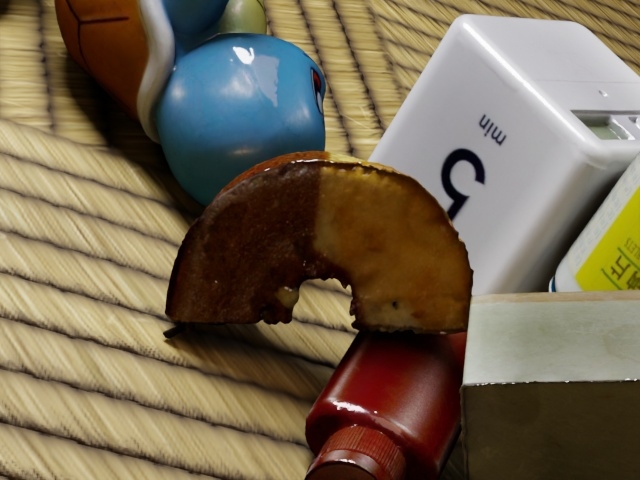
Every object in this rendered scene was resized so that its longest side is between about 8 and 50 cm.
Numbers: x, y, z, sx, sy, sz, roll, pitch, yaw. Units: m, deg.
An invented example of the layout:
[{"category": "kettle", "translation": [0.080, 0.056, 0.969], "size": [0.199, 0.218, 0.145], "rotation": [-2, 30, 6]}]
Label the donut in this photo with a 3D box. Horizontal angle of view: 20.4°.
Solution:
[{"category": "donut", "translation": [0.002, 0.000, 1.273], "size": [0.217, 0.141, 0.085], "rotation": [6, 17, -9]}]

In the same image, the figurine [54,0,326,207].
[{"category": "figurine", "translation": [-0.129, -0.210, 1.446], "size": [0.416, 0.298, 0.243], "rotation": [39, 63, 18]}]

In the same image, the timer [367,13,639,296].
[{"category": "timer", "translation": [0.181, -0.061, 1.532], "size": [0.192, 0.195, 0.194], "rotation": [-5, 46, -48]}]

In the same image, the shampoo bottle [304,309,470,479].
[{"category": "shampoo bottle", "translation": [0.052, 0.118, 1.257], "size": [0.102, 0.064, 0.260], "rotation": [31, 29, 4]}]

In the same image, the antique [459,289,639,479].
[{"category": "antique", "translation": [0.174, 0.123, 1.226], "size": [0.146, 0.152, 0.148], "rotation": [-2, 29, 8]}]

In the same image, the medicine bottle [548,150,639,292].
[{"category": "medicine bottle", "translation": [0.268, 0.028, 1.407], "size": [0.143, 0.258, 0.143], "rotation": [23, 31, -15]}]
